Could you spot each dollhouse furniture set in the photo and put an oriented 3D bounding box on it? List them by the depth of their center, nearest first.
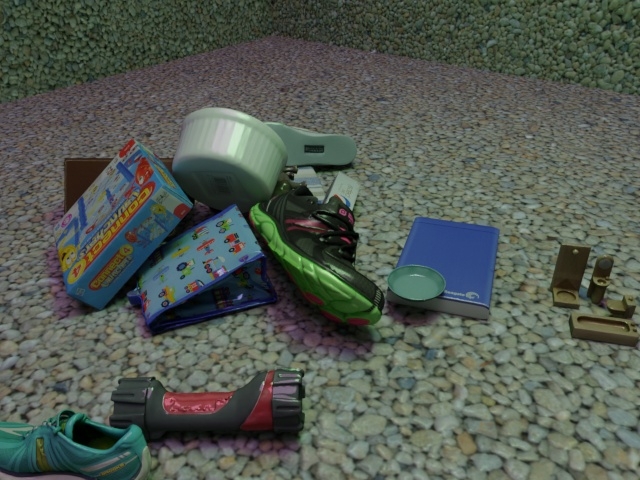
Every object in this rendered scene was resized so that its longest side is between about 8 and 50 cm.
[{"bbox_3d":[0.546,0.102,1.075,0.144,0.123,0.151,7,33,14],"label":"dollhouse furniture set"}]

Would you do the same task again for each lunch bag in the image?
[{"bbox_3d":[-0.274,0.072,1.179,0.293,0.138,0.221,-21,38,-12],"label":"lunch bag"}]

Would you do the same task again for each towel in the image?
[{"bbox_3d":[-0.094,-0.138,1.577,0.209,0.034,0.285,-6,34,-11],"label":"towel"}]

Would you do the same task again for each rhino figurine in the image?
[{"bbox_3d":[-0.095,-0.135,1.476,0.106,0.073,0.243,-5,35,-18],"label":"rhino figurine"}]

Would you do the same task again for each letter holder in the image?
[{"bbox_3d":[-0.505,-0.105,1.460,0.302,0.214,0.152,0,0,5],"label":"letter holder"}]

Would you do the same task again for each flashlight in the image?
[{"bbox_3d":[-0.178,0.257,0.881,0.304,0.103,0.103,0,33,2],"label":"flashlight"}]

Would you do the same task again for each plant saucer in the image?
[{"bbox_3d":[0.197,0.092,1.123,0.119,0.021,0.119,-2,32,1],"label":"plant saucer"}]

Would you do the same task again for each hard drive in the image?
[{"bbox_3d":[0.291,0.049,1.249,0.210,0.040,0.318,9,34,17],"label":"hard drive"}]

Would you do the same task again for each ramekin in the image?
[{"bbox_3d":[-0.231,-0.186,1.353,0.277,0.277,0.135,6,61,13],"label":"ramekin"}]

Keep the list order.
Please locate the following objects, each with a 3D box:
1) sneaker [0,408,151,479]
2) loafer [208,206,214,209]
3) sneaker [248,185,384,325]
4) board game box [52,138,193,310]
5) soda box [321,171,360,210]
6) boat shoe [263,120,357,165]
[{"bbox_3d":[-0.381,0.298,0.809,0.275,0.110,0.107,4,18,7],"label":"sneaker"},{"bbox_3d":[-0.242,-0.172,1.549,0.220,0.078,0.080,-44,40,-22],"label":"loafer"},{"bbox_3d":[0.000,0.000,1.173,0.202,0.185,0.483,-37,41,-5],"label":"sneaker"},{"bbox_3d":[-0.462,-0.049,1.241,0.308,0.086,0.302,-48,41,2],"label":"board game box"},{"bbox_3d":[0.046,-0.098,1.448,0.074,0.069,0.216,30,33,-6],"label":"soda box"},{"bbox_3d":[-0.078,-0.305,1.736,0.367,0.136,0.156,0,9,-17],"label":"boat shoe"}]
